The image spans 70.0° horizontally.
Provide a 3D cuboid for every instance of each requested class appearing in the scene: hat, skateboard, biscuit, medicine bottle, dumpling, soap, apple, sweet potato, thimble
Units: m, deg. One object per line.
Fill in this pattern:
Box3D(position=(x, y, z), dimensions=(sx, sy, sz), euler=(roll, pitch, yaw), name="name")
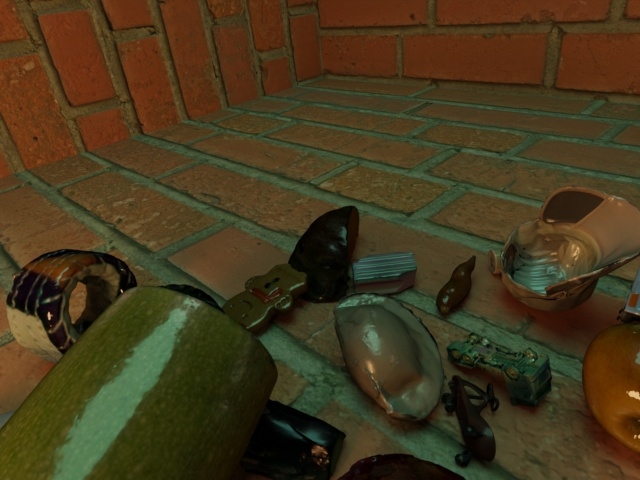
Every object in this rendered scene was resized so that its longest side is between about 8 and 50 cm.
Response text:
Box3D(position=(0.481, 0.028, 0.874), dimensions=(0.161, 0.275, 0.231), euler=(25, 53, -18), name="hat")
Box3D(position=(0.238, 0.266, 0.702), dimensions=(0.080, 0.067, 0.151), euler=(4, 27, 1), name="skateboard")
Box3D(position=(-0.133, 0.129, 0.994), dimensions=(0.226, 0.036, 0.166), euler=(-36, 37, -22), name="biscuit")
Box3D(position=(0.503, 0.038, 1.029), dimensions=(0.231, 0.059, 0.059), euler=(-6, 30, 3), name="medicine bottle")
Box3D(position=(0.122, 0.189, 0.784), dimensions=(0.173, 0.142, 0.247), euler=(-15, 53, -19), name="dumpling")
Box3D(position=(0.148, 0.075, 1.043), dimensions=(0.149, 0.056, 0.100), euler=(-7, 32, 2), name="soap")
Box3D(position=(0.462, 0.210, 0.633), dimensions=(0.183, 0.182, 0.155), euler=(17, 48, 35), name="apple")
Box3D(position=(0.298, 0.091, 0.981), dimensions=(0.057, 0.056, 0.195), euler=(14, 45, 31), name="sweet potato")
Box3D(position=(-0.495, 0.136, 0.929), dimensions=(0.150, 0.237, 0.237), euler=(2, 31, 24), name="thimble")

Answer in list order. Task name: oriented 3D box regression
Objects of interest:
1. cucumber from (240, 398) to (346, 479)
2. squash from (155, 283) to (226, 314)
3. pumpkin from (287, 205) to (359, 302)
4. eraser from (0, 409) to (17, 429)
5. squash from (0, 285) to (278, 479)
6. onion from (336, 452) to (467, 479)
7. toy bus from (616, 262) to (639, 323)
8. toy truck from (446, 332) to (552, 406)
Box3D(position=(-0.063, 0.294, 0.700), dimensions=(0.193, 0.085, 0.115), euler=(12, 33, 18), name="cucumber")
Box3D(position=(-0.272, 0.180, 0.837), dimensions=(0.219, 0.172, 0.218), euler=(1, 29, 0), name="squash")
Box3D(position=(0.000, 0.000, 1.120), dimensions=(0.170, 0.148, 0.312), euler=(2, 30, 11), name="pumpkin")
Box3D(position=(-0.496, 0.346, 0.674), dimensions=(0.290, 0.104, 0.189), euler=(-13, 27, -11), name="eraser")
Box3D(position=(-0.240, 0.270, 0.527), dimensions=(0.263, 0.263, 0.384), euler=(6, 45, 22), name="squash")
Box3D(position=(0.095, 0.330, 0.516), dimensions=(0.230, 0.163, 0.230), euler=(-12, 26, 6), name="onion")
Box3D(position=(0.563, 0.085, 0.742), dimensions=(0.106, 0.130, 0.297), euler=(18, 4, 36), name="toy bus")
Box3D(position=(0.295, 0.217, 0.771), dimensions=(0.067, 0.081, 0.175), euler=(-27, 17, -31), name="toy truck")
